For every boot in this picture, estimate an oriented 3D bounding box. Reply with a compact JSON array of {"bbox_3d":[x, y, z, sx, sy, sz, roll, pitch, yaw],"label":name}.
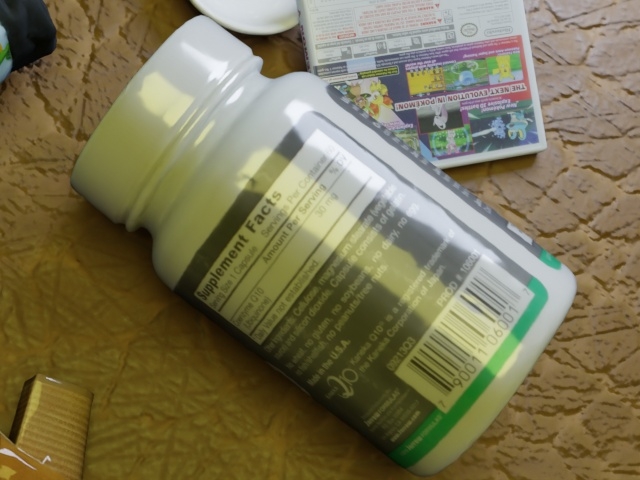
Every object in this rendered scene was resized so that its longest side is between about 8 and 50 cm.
[{"bbox_3d":[-0.320,0.179,1.163,0.295,0.104,0.211,17,71,-11],"label":"boot"}]

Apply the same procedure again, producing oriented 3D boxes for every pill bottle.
[{"bbox_3d":[0.000,0.000,1.227,0.361,0.204,0.204,38,71,1],"label":"pill bottle"}]

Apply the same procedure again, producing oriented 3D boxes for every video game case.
[{"bbox_3d":[0.087,-0.151,1.358,0.201,0.023,0.183,-10,92,-17],"label":"video game case"}]

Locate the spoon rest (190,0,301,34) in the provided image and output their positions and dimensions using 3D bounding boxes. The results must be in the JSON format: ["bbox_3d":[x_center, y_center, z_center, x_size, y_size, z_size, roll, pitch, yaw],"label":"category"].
[{"bbox_3d":[-0.033,-0.303,1.370,0.137,0.084,0.276,22,70,-5],"label":"spoon rest"}]

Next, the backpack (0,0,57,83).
[{"bbox_3d":[-0.416,-0.153,1.180,0.355,0.273,0.290,-41,93,-7],"label":"backpack"}]
